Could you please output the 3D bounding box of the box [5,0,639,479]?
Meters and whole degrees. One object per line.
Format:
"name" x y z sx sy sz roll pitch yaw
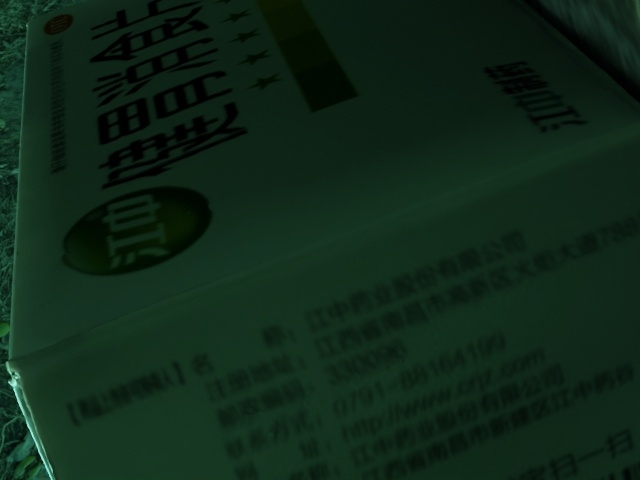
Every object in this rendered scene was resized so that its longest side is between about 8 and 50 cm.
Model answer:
"box" 0.001 0.001 0.510 0.333 0.173 0.145 -111 0 -64
